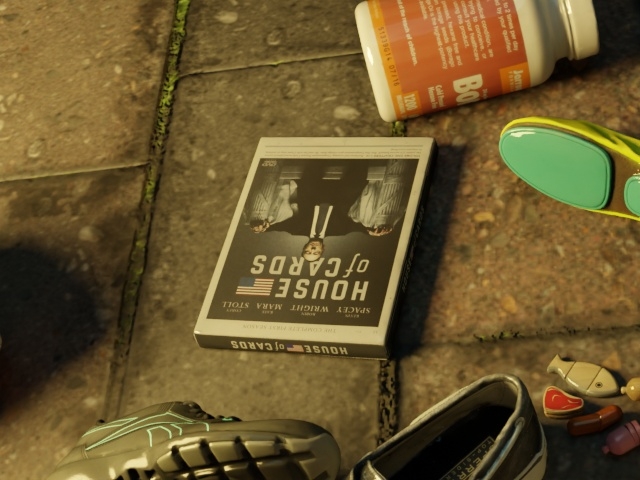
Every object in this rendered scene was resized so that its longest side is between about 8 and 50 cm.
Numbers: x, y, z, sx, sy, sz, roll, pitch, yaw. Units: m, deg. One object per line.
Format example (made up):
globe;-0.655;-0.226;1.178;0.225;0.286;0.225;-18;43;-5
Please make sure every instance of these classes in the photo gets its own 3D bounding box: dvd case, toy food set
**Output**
dvd case;0.000;0.000;1.278;0.179;0.029;0.239;2;51;19
toy food set;0.227;0.132;1.102;0.122;0.019;0.078;15;57;27

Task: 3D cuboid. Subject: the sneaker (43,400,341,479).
sneaker;-0.103;0.165;1.102;0.267;0.101;0.106;-12;34;26

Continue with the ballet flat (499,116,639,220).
ballet flat;0.271;-0.060;1.227;0.231;0.077;0.077;22;39;28

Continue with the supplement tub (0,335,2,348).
supplement tub;-0.462;0.100;1.200;0.316;0.228;0.228;-38;50;-16

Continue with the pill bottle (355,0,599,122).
pill bottle;0.149;-0.194;1.335;0.216;0.121;0.121;-14;48;5

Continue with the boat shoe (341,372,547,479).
boat shoe;0.046;0.210;1.036;0.301;0.102;0.108;-35;50;-14
